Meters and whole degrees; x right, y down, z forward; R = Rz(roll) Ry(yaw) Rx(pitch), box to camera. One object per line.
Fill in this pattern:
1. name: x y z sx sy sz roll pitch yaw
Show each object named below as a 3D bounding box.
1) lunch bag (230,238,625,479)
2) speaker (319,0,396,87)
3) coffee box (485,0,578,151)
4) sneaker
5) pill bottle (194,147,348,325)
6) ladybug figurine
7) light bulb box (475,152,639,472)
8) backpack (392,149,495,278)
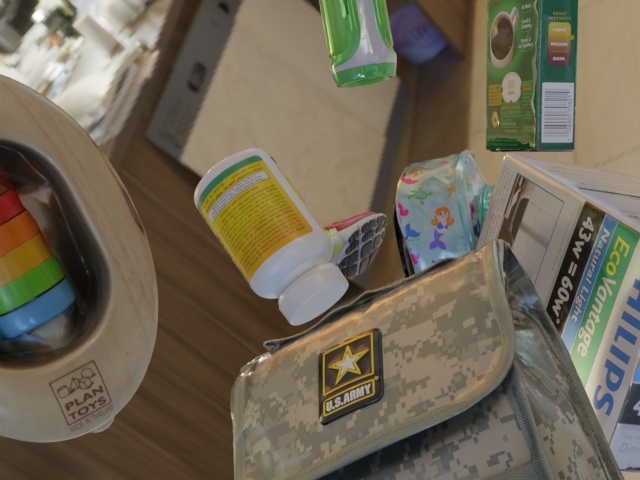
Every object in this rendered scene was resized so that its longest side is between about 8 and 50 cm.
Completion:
1. lunch bag: 0.074 0.165 0.717 0.235 0.169 0.287 -29 71 23
2. speaker: 0.057 -0.431 1.860 0.131 0.131 0.296 -8 92 47
3. coffee box: 0.184 -0.169 0.905 0.113 0.040 0.184 -162 71 -75
4. sneaker: 0.000 0.000 1.642 0.118 0.279 0.107 31 123 31
5. pill bottle: -0.058 -0.003 1.287 0.117 0.117 0.208 -40 71 12
6. ladybug figurine: -0.358 0.023 1.175 0.305 0.449 0.162 -28 14 -22
7. light bulb box: 0.395 0.076 1.123 0.361 0.358 0.225 -127 48 -66
8. backpack: 0.198 0.007 1.405 0.191 0.253 0.225 -17 15 21
